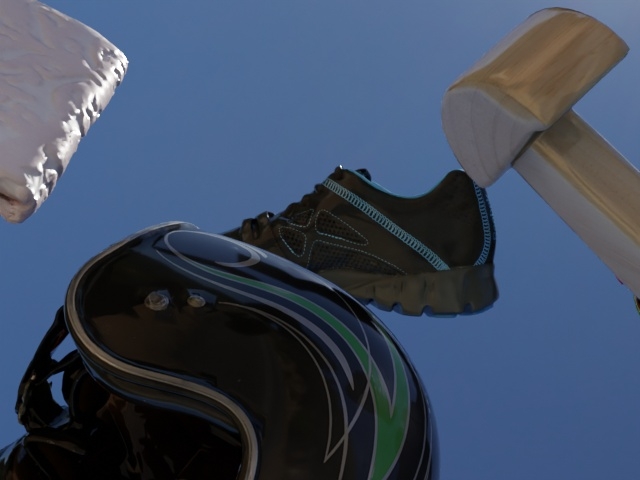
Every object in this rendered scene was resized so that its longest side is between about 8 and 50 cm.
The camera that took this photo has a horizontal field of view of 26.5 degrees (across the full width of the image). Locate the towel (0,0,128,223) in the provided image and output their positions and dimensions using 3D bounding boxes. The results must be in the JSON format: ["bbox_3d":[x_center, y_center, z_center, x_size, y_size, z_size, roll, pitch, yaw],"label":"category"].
[{"bbox_3d":[-0.349,-0.164,1.199,0.053,0.317,0.332,-59,-171,29],"label":"towel"}]

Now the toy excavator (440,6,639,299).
[{"bbox_3d":[0.293,0.058,0.754,0.222,0.433,0.445,-42,-161,-20],"label":"toy excavator"}]

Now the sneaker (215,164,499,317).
[{"bbox_3d":[0.000,0.000,1.293,0.341,0.125,0.139,0,-90,11],"label":"sneaker"}]

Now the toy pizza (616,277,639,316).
[{"bbox_3d":[0.315,0.015,1.361,0.032,0.201,0.201,-26,-123,22],"label":"toy pizza"}]

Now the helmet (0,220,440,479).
[{"bbox_3d":[-0.033,0.088,0.520,0.161,0.169,0.169,39,-75,13],"label":"helmet"}]
